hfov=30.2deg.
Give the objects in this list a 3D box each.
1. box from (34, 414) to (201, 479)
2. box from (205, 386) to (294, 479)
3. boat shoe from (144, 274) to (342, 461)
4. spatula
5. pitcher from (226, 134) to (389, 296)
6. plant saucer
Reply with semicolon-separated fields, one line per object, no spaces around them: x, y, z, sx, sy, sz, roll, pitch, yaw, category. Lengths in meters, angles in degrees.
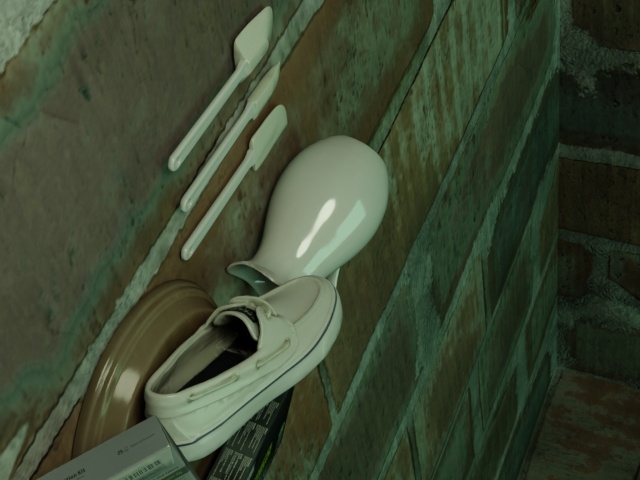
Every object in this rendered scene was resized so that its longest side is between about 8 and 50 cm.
-0.175;0.240;1.046;0.145;0.038;0.186;-28;144;-6;box
-0.088;0.256;1.331;0.184;0.045;0.190;107;9;-56;box
-0.073;0.098;1.145;0.267;0.096;0.088;-38;134;-36;boat shoe
-0.093;-0.109;1.202;0.168;0.019;0.242;89;25;-47;spatula
0.000;0.000;1.350;0.207;0.126;0.177;-58;146;-24;pitcher
-0.154;0.177;1.181;0.278;0.041;0.277;12;90;-70;plant saucer
